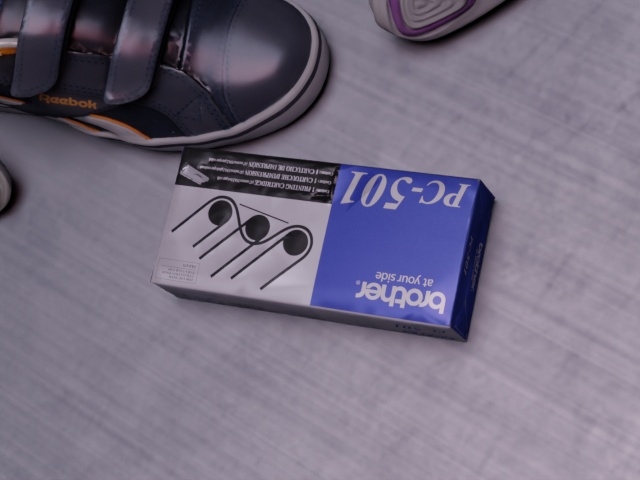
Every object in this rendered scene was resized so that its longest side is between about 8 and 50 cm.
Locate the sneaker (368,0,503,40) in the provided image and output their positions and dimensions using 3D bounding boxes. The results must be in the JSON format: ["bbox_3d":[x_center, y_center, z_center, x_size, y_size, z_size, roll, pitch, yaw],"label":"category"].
[{"bbox_3d":[0.109,-0.278,1.014,0.305,0.114,0.152,-67,23,7],"label":"sneaker"}]

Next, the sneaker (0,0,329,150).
[{"bbox_3d":[-0.160,-0.139,1.042,0.321,0.127,0.126,4,73,19],"label":"sneaker"}]

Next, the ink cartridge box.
[{"bbox_3d":[0.000,0.000,0.982,0.207,0.046,0.097,8,77,21],"label":"ink cartridge box"}]

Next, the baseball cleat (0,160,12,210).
[{"bbox_3d":[-0.314,-0.078,1.106,0.206,0.109,0.072,19,113,-3],"label":"baseball cleat"}]
